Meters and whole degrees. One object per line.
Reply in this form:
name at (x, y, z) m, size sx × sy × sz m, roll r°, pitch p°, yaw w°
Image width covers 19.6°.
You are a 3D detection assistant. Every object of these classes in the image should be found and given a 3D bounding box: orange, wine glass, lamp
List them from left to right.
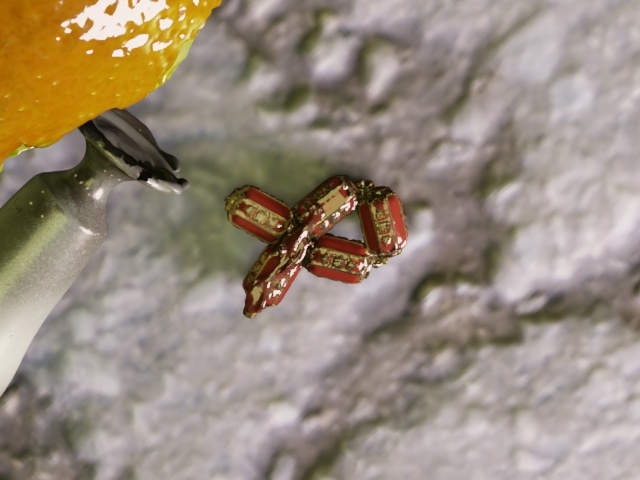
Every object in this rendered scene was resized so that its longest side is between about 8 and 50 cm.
orange at (-0.159, -0.120, 0.770) m, size 0.237 × 0.158 × 0.179 m, roll -27°, pitch 68°, yaw 6°
wine glass at (-0.134, 0.010, 0.846) m, size 0.072 × 0.072 × 0.155 m, roll 41°, pitch 100°, yaw -8°
lamp at (0.000, 0.000, 0.866) m, size 0.083 × 0.031 × 0.063 m, roll -10°, pitch 103°, yaw -2°
